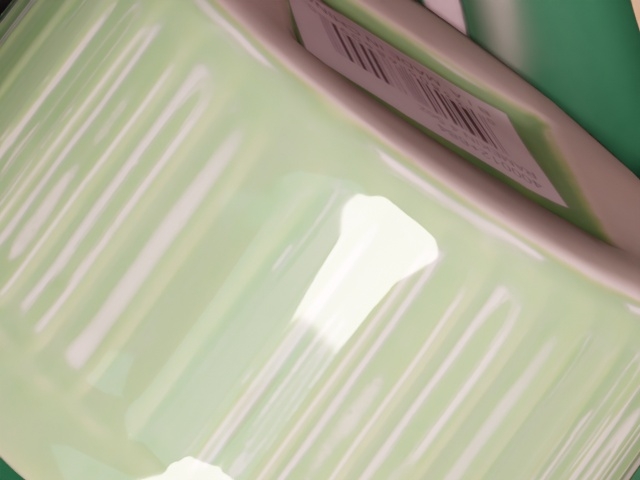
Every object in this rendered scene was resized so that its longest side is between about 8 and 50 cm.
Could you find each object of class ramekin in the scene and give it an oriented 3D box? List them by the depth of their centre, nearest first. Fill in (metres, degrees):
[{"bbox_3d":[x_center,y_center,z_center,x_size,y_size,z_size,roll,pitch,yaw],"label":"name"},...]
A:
[{"bbox_3d":[0.000,0.000,0.694,0.303,0.303,0.148,36,106,-1],"label":"ramekin"}]

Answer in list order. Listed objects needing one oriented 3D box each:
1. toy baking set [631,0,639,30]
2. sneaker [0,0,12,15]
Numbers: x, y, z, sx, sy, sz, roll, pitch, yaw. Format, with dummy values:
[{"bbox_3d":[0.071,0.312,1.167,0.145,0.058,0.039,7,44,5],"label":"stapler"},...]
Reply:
[{"bbox_3d":[0.208,-0.082,0.739,0.256,0.030,0.196,4,112,0],"label":"toy baking set"},{"bbox_3d":[-0.176,-0.070,0.827,0.283,0.107,0.124,-20,119,23],"label":"sneaker"}]
